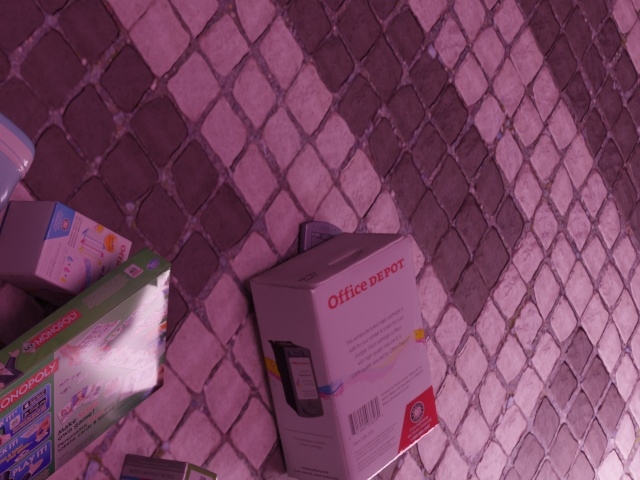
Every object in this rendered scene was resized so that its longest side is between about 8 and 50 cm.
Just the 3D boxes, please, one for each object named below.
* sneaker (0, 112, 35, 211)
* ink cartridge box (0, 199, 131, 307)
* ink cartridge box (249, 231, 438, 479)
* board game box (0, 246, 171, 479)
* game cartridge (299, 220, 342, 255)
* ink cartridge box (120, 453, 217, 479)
[{"bbox_3d":[-0.444,-0.080,1.484,0.319,0.127,0.208,37,61,-42],"label":"sneaker"},{"bbox_3d":[-0.296,0.022,1.683,0.143,0.090,0.092,31,67,-45],"label":"ink cartridge box"},{"bbox_3d":[0.039,0.164,2.041,0.226,0.131,0.306,-27,112,-46],"label":"ink cartridge box"},{"bbox_3d":[-0.293,0.169,1.625,0.317,0.046,0.213,-38,149,-39],"label":"board game box"},{"bbox_3d":[0.000,0.000,2.092,0.083,0.017,0.056,11,85,-49],"label":"game cartridge"},{"bbox_3d":[-0.209,0.374,1.770,0.062,0.109,0.209,31,67,-45],"label":"ink cartridge box"}]
